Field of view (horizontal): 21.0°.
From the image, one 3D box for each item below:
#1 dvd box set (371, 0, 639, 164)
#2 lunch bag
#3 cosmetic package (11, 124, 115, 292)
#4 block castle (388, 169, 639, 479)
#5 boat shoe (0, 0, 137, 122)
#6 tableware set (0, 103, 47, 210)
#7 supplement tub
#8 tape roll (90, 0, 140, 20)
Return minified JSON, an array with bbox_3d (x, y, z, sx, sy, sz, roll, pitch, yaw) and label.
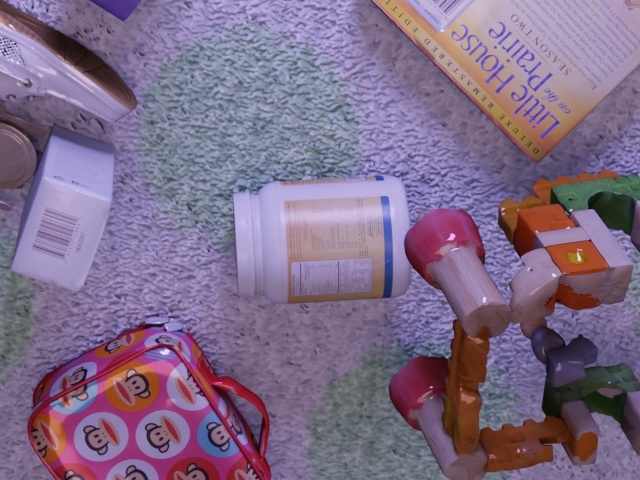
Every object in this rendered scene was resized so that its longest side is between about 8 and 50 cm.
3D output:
[{"bbox_3d":[0.292,-0.336,1.970,0.307,0.062,0.420,42,100,-16],"label":"dvd box set"},{"bbox_3d":[-0.187,0.250,2.094,0.258,0.120,0.293,-27,108,4],"label":"lunch bag"},{"bbox_3d":[-0.285,-0.039,1.931,0.085,0.231,0.117,19,106,-10],"label":"cosmetic package"},{"bbox_3d":[0.313,0.081,1.971,0.453,0.213,0.303,-8,128,-14],"label":"block castle"},{"bbox_3d":[-0.340,-0.200,1.950,0.277,0.098,0.096,32,104,-4],"label":"boat shoe"},{"bbox_3d":[-0.415,-0.128,1.993,0.194,0.039,0.128,27,119,-7],"label":"tableware set"},{"bbox_3d":[0.000,0.000,2.014,0.199,0.144,0.144,-3,108,-3],"label":"supplement tub"},{"bbox_3d":[-0.197,-0.337,1.863,0.080,0.189,0.189,32,103,-13],"label":"tape roll"}]
